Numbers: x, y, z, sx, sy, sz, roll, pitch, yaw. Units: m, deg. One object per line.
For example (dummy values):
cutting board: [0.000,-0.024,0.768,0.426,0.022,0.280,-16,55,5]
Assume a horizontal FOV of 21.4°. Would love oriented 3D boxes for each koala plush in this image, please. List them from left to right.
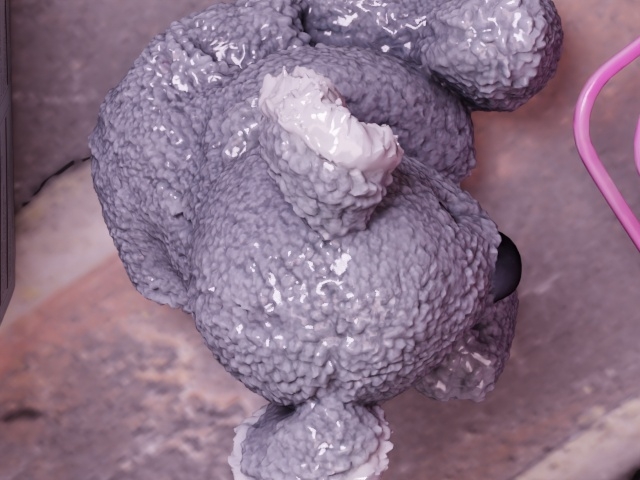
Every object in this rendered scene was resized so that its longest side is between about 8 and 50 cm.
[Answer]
koala plush: [0.000,0.000,0.678,0.203,0.221,0.196,5,112,-3]

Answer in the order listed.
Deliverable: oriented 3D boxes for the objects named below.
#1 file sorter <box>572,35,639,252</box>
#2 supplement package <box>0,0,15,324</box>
file sorter: [0.247,-0.019,0.621,0.202,0.290,0.182,-38,105,-4]
supplement package: [-0.267,-0.044,0.695,0.261,0.145,0.204,2,112,-2]
